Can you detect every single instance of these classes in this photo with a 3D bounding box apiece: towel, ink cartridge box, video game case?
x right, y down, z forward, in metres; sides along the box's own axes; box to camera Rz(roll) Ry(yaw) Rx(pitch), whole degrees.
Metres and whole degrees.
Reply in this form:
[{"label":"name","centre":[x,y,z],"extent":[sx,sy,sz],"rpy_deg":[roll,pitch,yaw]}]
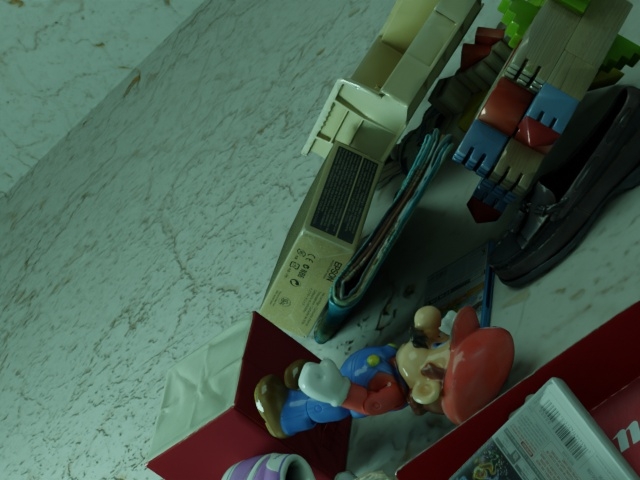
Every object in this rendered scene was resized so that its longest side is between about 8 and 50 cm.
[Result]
[{"label":"towel","centre":[0.074,0.006,2.059],"extent":[0.271,0.040,0.370],"rpy_deg":[-57,-1,-12]},{"label":"ink cartridge box","centre":[0.262,0.235,1.303],"extent":[0.309,0.272,0.130],"rpy_deg":[-40,27,24]},{"label":"ink cartridge box","centre":[0.000,0.000,2.228],"extent":[0.234,0.088,0.193],"rpy_deg":[118,175,-49]},{"label":"video game case","centre":[0.190,0.239,1.231],"extent":[0.173,0.022,0.190],"rpy_deg":[-48,55,18]},{"label":"video game case","centre":[0.180,0.085,1.983],"extent":[0.119,0.015,0.166],"rpy_deg":[-32,30,35]}]

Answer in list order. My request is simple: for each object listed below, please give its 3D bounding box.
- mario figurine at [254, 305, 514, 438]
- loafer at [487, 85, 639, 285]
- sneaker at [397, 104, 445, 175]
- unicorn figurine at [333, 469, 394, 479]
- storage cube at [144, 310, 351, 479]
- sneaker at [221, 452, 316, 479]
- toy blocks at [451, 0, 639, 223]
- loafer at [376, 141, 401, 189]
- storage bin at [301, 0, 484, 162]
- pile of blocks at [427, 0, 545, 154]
[{"label":"mario figurine","centre":[0.081,0.141,1.822],"extent":[0.320,0.170,0.198],"rpy_deg":[-14,39,27]},{"label":"loafer","centre":[0.311,-0.073,1.876],"extent":[0.302,0.095,0.109],"rpy_deg":[-44,27,16]},{"label":"sneaker","centre":[0.168,-0.158,2.311],"extent":[0.058,0.052,0.135],"rpy_deg":[4,59,57]},{"label":"unicorn figurine","centre":[0.039,0.320,1.839],"extent":[0.111,0.060,0.162],"rpy_deg":[-56,27,-2]},{"label":"storage cube","centre":[-0.091,0.245,2.013],"extent":[0.215,0.193,0.183],"rpy_deg":[-36,28,33]},{"label":"sneaker","centre":[-0.070,0.391,1.806],"extent":[0.161,0.102,0.282],"rpy_deg":[-21,58,50]},{"label":"toy blocks","centre":[0.263,-0.170,1.920],"extent":[0.261,0.191,0.381],"rpy_deg":[-60,-2,-13]},{"label":"loafer","centre":[0.113,-0.128,2.374],"extent":[0.125,0.039,0.045],"rpy_deg":[-40,25,24]},{"label":"storage bin","centre":[0.111,-0.253,2.268],"extent":[0.262,0.123,0.260],"rpy_deg":[-57,-1,-27]},{"label":"pile of blocks","centre":[0.288,-0.281,2.196],"extent":[0.362,0.112,0.149],"rpy_deg":[-47,24,11]}]
